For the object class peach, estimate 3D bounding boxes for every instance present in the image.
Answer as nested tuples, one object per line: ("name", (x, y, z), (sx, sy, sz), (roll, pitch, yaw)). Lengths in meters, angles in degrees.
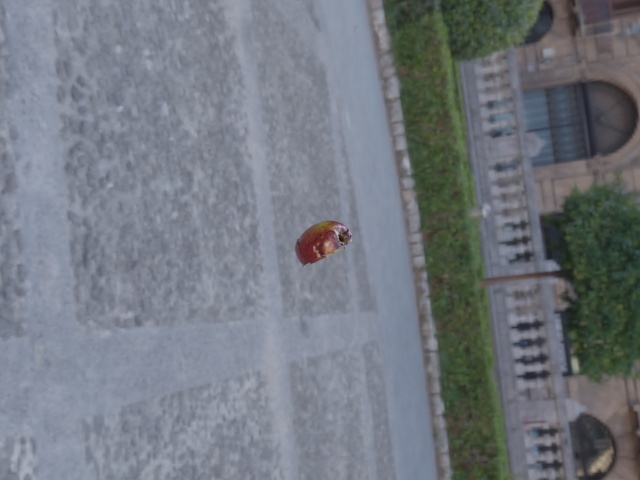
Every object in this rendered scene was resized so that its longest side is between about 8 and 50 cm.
("peach", (0.000, 0.000, 1.250), (0.050, 0.083, 0.077), (56, 40, -10))
